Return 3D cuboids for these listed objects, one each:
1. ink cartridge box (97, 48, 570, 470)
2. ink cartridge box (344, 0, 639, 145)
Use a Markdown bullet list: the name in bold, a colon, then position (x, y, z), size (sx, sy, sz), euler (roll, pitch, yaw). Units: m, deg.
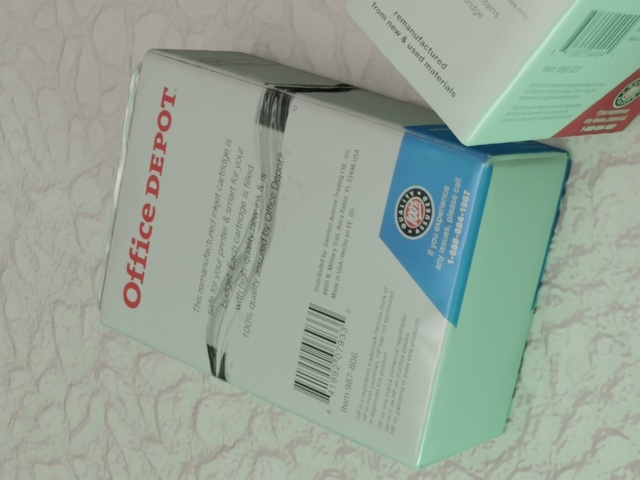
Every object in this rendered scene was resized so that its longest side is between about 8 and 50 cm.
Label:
- **ink cartridge box**: position (0.000, 0.000, 1.432), size (0.395, 0.166, 0.285), euler (21, 107, 32)
- **ink cartridge box**: position (0.243, -0.266, 1.155), size (0.160, 0.279, 0.384), euler (51, 121, 21)
